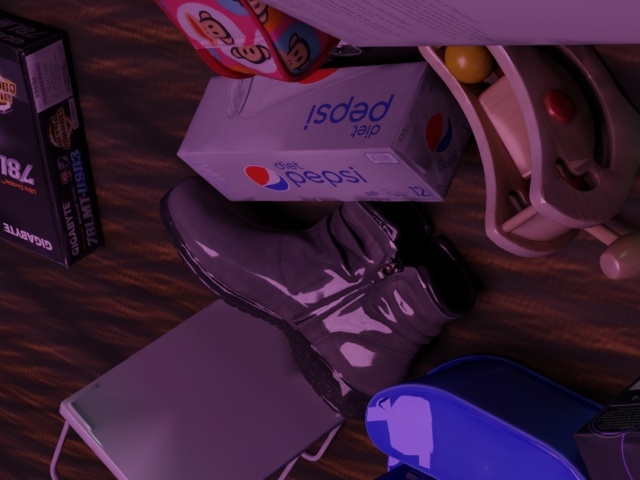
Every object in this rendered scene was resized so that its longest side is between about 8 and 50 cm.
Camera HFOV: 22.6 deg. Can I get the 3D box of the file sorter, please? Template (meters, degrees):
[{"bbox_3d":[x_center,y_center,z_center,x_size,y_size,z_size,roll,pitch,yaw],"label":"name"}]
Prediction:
[{"bbox_3d":[-0.130,0.215,1.753,0.193,0.278,0.173,46,144,15],"label":"file sorter"}]

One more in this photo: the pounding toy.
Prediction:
[{"bbox_3d":[0.168,-0.063,1.337,0.269,0.154,0.155,56,142,3],"label":"pounding toy"}]

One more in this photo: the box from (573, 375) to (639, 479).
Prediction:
[{"bbox_3d":[0.357,0.242,1.346,0.165,0.143,0.270,-10,108,49],"label":"box"}]

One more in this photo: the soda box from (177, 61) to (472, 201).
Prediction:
[{"bbox_3d":[0.001,-0.100,1.505,0.286,0.098,0.091,2,151,44],"label":"soda box"}]

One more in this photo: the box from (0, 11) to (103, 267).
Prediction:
[{"bbox_3d":[-0.407,-0.142,1.973,0.296,0.073,0.293,22,128,38],"label":"box"}]

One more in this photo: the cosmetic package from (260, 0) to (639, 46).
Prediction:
[{"bbox_3d":[0.135,-0.262,1.170,0.385,0.156,0.217,3,79,46],"label":"cosmetic package"}]

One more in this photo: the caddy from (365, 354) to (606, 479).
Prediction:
[{"bbox_3d":[0.183,0.253,1.523,0.341,0.179,0.241,27,108,34],"label":"caddy"}]

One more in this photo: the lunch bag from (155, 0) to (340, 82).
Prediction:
[{"bbox_3d":[-0.052,-0.305,1.330,0.120,0.258,0.293,8,145,46],"label":"lunch bag"}]

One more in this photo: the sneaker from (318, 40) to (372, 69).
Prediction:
[{"bbox_3d":[-0.008,-0.188,1.525,0.178,0.072,0.077,16,138,50],"label":"sneaker"}]

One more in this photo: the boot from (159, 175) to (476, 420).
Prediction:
[{"bbox_3d":[0.000,0.000,1.619,0.338,0.118,0.222,42,132,12],"label":"boot"}]
